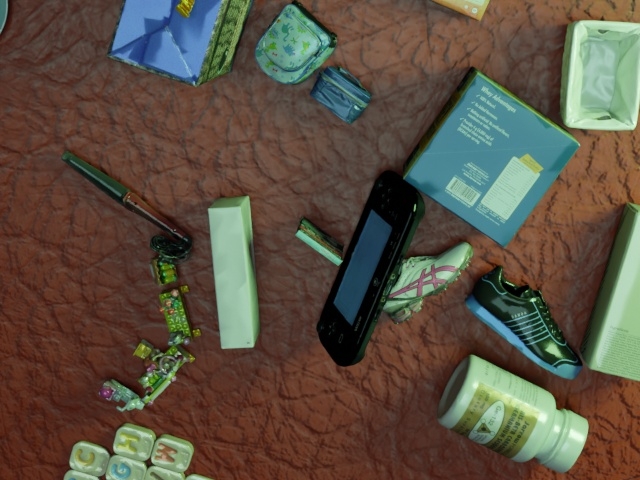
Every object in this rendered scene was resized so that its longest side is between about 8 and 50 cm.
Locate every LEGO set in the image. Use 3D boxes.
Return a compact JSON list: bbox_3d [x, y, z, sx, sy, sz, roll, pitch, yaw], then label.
[{"bbox_3d":[-0.274,0.173,2.014,0.132,0.107,0.287,22,103,-2],"label":"LEGO set"}]

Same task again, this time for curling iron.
[{"bbox_3d":[-0.324,-0.058,1.990,0.274,0.068,0.035,42,138,-2],"label":"curling iron"}]

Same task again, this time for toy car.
[{"bbox_3d":[-0.233,-0.350,1.640,0.122,0.060,0.040,35,59,-19],"label":"toy car"}]

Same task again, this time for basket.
[{"bbox_3d":[0.441,-0.264,1.875,0.113,0.103,0.167,3,104,2],"label":"basket"}]

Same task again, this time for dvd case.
[{"bbox_3d":[0.000,0.000,1.952,0.087,0.119,0.013,35,102,-6],"label":"dvd case"}]

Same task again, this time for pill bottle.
[{"bbox_3d":[0.324,0.297,1.996,0.229,0.131,0.131,26,103,-3],"label":"pill bottle"}]

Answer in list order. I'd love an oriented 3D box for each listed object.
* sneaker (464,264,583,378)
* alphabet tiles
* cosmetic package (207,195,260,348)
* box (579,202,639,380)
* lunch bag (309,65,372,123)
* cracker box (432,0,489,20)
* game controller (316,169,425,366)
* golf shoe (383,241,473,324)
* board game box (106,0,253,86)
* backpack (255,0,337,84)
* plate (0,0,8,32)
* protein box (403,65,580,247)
[{"bbox_3d":[0.356,0.136,1.983,0.232,0.081,0.090,36,110,-4],"label":"sneaker"},{"bbox_3d":[-0.329,0.472,2.131,0.278,0.021,0.284,18,104,-1],"label":"alphabet tiles"},{"bbox_3d":[-0.144,0.052,1.984,0.060,0.099,0.239,-3,102,4],"label":"cosmetic package"},{"bbox_3d":[0.522,0.086,1.955,0.113,0.094,0.275,15,103,-1],"label":"box"},{"bbox_3d":[0.033,-0.242,1.922,0.098,0.067,0.065,36,102,-4],"label":"lunch bag"},{"bbox_3d":[0.225,-0.481,1.856,0.156,0.067,0.232,22,103,-2],"label":"cracker box"},{"bbox_3d":[0.079,0.046,1.936,0.067,0.166,0.319,18,103,-14],"label":"game controller"},{"bbox_3d":[0.170,0.057,1.982,0.186,0.067,0.086,-39,96,11],"label":"golf shoe"},{"bbox_3d":[-0.190,-0.372,1.789,0.141,0.291,0.232,19,104,1],"label":"board game box"},{"bbox_3d":[-0.047,-0.309,1.900,0.105,0.084,0.114,43,110,7],"label":"backpack"},{"bbox_3d":[-0.601,-0.391,1.947,0.188,0.024,0.188,1,102,4],"label":"plate"},{"bbox_3d":[0.268,-0.136,1.897,0.200,0.136,0.201,34,103,-4],"label":"protein box"}]
